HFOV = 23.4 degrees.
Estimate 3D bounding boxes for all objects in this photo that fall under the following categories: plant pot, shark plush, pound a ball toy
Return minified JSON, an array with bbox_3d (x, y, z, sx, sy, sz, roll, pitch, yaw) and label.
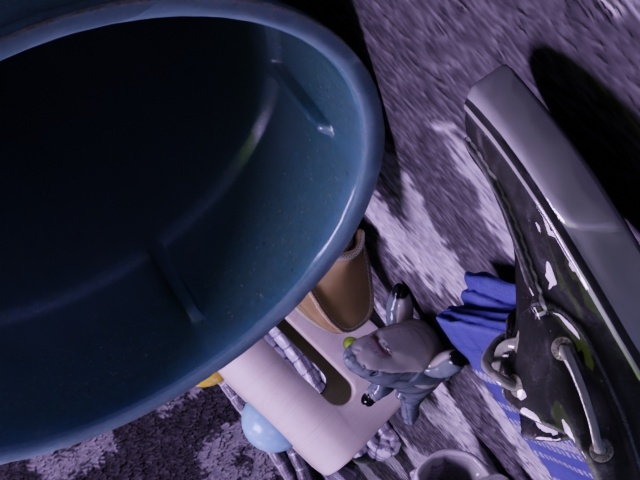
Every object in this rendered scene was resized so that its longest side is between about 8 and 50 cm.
[{"bbox_3d":[-0.190,-0.109,0.849,0.334,0.341,0.341,59,175,31],"label":"plant pot"},{"bbox_3d":[0.050,0.088,1.073,0.073,0.067,0.161,52,171,13],"label":"shark plush"},{"bbox_3d":[-0.077,0.044,1.209,0.319,0.136,0.208,44,172,-6],"label":"pound a ball toy"}]

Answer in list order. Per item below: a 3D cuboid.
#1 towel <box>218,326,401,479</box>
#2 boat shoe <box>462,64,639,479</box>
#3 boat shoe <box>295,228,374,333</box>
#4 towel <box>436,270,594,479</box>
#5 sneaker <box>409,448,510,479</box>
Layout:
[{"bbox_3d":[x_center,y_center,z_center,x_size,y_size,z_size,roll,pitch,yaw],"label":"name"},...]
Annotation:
[{"bbox_3d":[-0.050,0.150,1.674,0.284,0.121,0.235,54,172,0],"label":"towel"},{"bbox_3d":[0.096,0.044,0.546,0.219,0.070,0.078,63,-170,6],"label":"boat shoe"},{"bbox_3d":[0.000,0.000,1.026,0.072,0.068,0.190,28,155,45],"label":"boat shoe"},{"bbox_3d":[0.191,0.155,0.719,0.336,0.040,0.243,53,170,-9],"label":"towel"},{"bbox_3d":[0.120,0.229,1.210,0.305,0.114,0.152,146,101,-77],"label":"sneaker"}]
